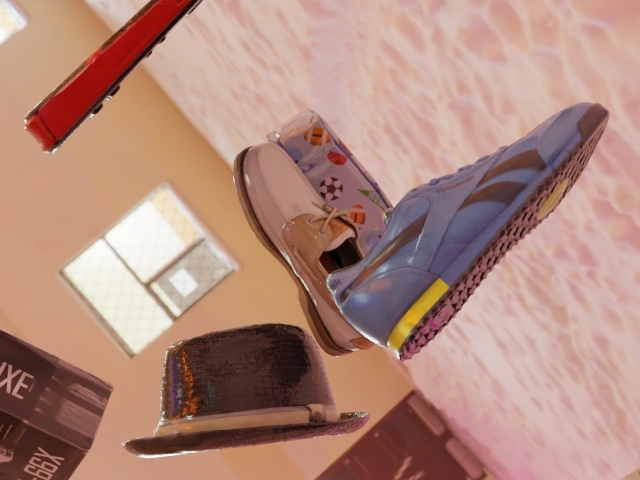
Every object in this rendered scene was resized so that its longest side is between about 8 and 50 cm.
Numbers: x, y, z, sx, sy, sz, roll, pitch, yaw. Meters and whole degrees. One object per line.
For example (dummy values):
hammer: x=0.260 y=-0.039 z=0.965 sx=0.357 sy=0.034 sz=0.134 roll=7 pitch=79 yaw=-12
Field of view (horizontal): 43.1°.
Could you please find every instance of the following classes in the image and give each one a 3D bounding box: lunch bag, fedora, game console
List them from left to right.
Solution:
game console: x=-0.193 y=-0.283 z=1.024 sx=0.060 sy=0.342 sz=0.386 roll=47 pitch=-146 yaw=-20
fedora: x=-0.099 y=0.195 z=1.078 sx=0.334 sy=0.334 sz=0.152 roll=85 pitch=178 yaw=-76
lunch bag: x=0.029 y=-0.072 z=1.349 sx=0.303 sy=0.115 sz=0.243 roll=55 pitch=179 yaw=-16

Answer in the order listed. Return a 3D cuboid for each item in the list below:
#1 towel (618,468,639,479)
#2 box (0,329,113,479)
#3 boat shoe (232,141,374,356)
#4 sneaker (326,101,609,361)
towel: x=0.238 y=0.369 z=0.641 sx=0.056 sy=0.324 sz=0.312 roll=32 pitch=-152 yaw=-28
box: x=-0.343 y=0.180 z=0.642 sx=0.242 sy=0.307 sz=0.076 roll=29 pitch=-153 yaw=-14
boat shoe: x=0.000 y=0.000 z=1.042 sx=0.103 sy=0.113 sz=0.302 roll=-26 pitch=96 yaw=44
sneaker: x=0.091 y=-0.023 z=0.509 sx=0.082 sy=0.209 sz=0.069 roll=43 pitch=174 yaw=25
